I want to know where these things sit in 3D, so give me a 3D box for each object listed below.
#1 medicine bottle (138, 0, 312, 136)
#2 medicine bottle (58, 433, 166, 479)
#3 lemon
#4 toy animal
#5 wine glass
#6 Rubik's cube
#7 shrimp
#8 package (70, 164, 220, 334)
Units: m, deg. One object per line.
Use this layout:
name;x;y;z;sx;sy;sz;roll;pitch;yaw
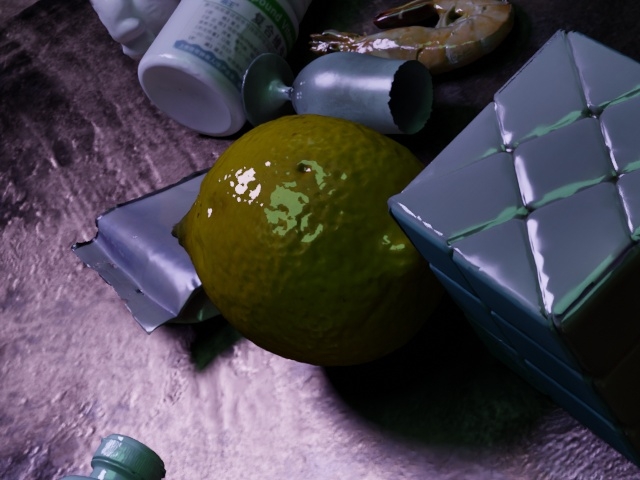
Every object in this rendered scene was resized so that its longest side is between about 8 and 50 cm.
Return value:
medicine bottle;-0.094;-0.244;1.888;0.139;0.139;0.237;6;54;39
medicine bottle;-0.220;0.285;1.507;0.121;0.083;0.229;4;53;41
lemon;0.006;0.003;1.508;0.253;0.228;0.228;25;68;37
toy animal;-0.185;-0.318;2.032;0.193;0.127;0.178;-38;38;2
wine glass;0.019;-0.153;1.752;0.202;0.093;0.093;4;54;41
Rubik's cube;0.235;0.007;1.342;0.221;0.224;0.231;-45;43;-7
shrimp;0.099;-0.228;1.800;0.236;0.053;0.133;-5;51;27
package;-0.115;-0.008;1.743;0.251;0.062;0.204;-32;38;-16
